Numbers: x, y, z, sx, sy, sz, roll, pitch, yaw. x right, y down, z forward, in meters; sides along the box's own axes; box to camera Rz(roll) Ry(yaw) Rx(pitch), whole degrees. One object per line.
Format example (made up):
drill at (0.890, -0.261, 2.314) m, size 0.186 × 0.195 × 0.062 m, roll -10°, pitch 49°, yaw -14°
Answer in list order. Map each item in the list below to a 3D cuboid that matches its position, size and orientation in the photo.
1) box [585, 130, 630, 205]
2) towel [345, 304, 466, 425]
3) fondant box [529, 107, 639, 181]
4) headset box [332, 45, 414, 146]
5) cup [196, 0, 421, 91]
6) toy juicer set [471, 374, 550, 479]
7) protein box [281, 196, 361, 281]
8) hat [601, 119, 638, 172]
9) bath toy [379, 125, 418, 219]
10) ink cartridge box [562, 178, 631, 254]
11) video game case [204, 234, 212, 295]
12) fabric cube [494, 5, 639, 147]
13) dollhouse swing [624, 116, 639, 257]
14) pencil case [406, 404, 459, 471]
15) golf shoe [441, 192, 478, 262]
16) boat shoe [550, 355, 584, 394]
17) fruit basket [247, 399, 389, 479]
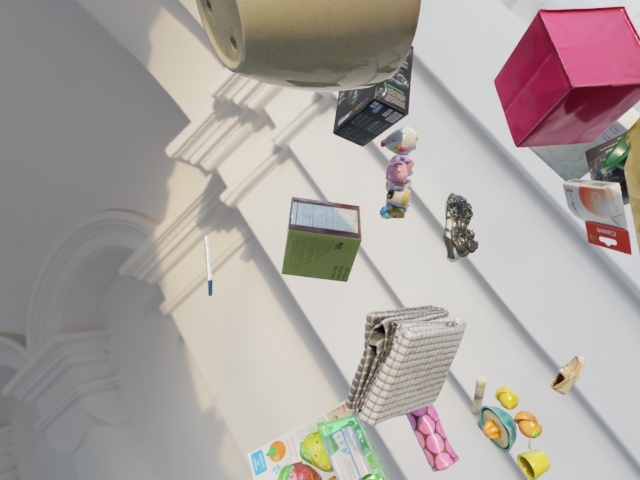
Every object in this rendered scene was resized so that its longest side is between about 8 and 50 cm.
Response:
box at (0.796, -0.187, 1.126) m, size 0.093 × 0.158 × 0.156 m, roll 20°, pitch -30°, yaw -28°
towel at (0.188, 0.269, 0.977) m, size 0.283 × 0.121 × 0.235 m, roll 5°, pitch -71°, yaw -46°
fondant box at (0.921, -0.376, 1.546) m, size 0.096 × 0.238 × 0.330 m, roll -37°, pitch -14°, yaw -19°
headset box at (0.170, -0.495, 1.422) m, size 0.131 × 0.283 × 0.246 m, roll 18°, pitch -20°, yaw -25°
cup at (-0.049, -0.368, 0.660) m, size 0.237 × 0.331 × 0.331 m, roll -26°, pitch -21°, yaw -22°
toy juicer set at (0.515, 0.518, 1.284) m, size 0.089 × 0.209 × 0.329 m, roll -16°, pitch 14°, yaw -14°
protein box at (0.000, 0.000, 1.276) m, size 0.201 × 0.136 × 0.200 m, roll 8°, pitch -43°, yaw -5°
hat at (0.775, -0.175, 0.987) m, size 0.173 × 0.183 × 0.208 m, roll -33°, pitch -25°, yaw -58°
bath toy at (0.278, -0.244, 1.598) m, size 0.129 × 0.151 × 0.348 m, roll -14°, pitch -49°, yaw -12°
ink cartridge box at (0.663, -0.056, 1.053) m, size 0.045 × 0.179 × 0.145 m, roll -19°, pitch 13°, yaw -3°
video game case at (-0.366, 0.082, 1.428) m, size 0.015 × 0.166 × 0.119 m, roll -4°, pitch -30°, yaw -16°
fabric cube at (0.672, -0.436, 1.186) m, size 0.254 × 0.259 × 0.258 m, roll -6°, pitch -21°, yaw -7°
dollhouse swing at (0.706, -0.098, 0.645) m, size 0.304 × 0.347 × 0.315 m, roll 2°, pitch -24°, yaw 10°
pencil case at (0.327, 0.559, 1.285) m, size 0.095 × 0.209 × 0.098 m, roll -37°, pitch -33°, yaw 26°
golf shoe at (0.338, -0.035, 1.111) m, size 0.077 × 0.198 × 0.094 m, roll 18°, pitch -39°, yaw -10°
boat shoe at (0.926, 0.502, 1.641) m, size 0.063 × 0.059 × 0.170 m, roll -65°, pitch -4°, yaw -73°
fruit basket at (-0.007, 0.643, 1.168) m, size 0.353 × 0.327 × 0.165 m, roll -24°, pitch -41°, yaw -3°
